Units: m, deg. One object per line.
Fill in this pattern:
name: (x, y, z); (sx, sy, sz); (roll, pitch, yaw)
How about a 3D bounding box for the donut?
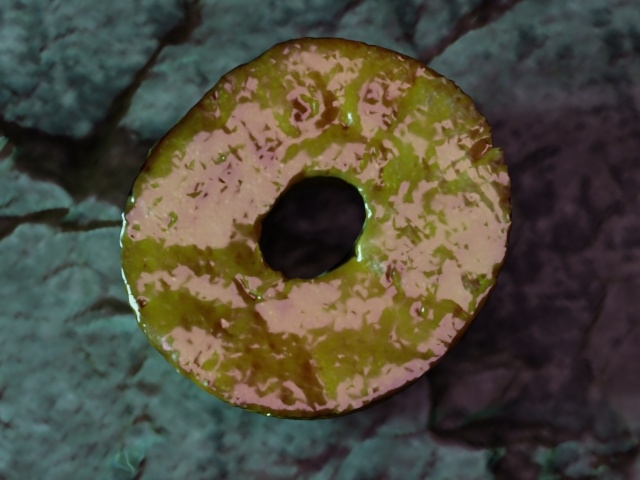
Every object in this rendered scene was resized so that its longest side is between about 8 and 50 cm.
donut: (0.000, 0.000, 0.703); (0.152, 0.058, 0.152); (-1, 74, 3)
